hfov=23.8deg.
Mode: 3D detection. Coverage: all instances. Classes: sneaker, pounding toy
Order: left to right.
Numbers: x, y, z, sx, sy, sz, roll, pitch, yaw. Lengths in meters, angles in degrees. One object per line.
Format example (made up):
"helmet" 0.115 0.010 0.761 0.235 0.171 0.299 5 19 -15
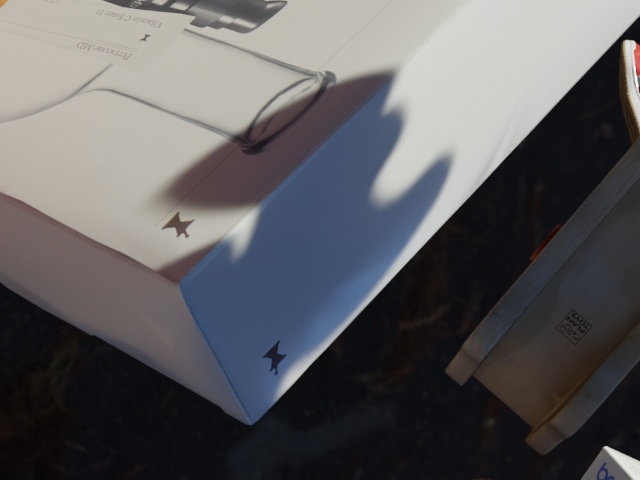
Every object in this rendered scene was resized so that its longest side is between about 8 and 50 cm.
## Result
"pounding toy" 0.173 0.066 0.863 0.269 0.155 0.154 -50 172 6
"sneaker" 0.250 -0.102 1.082 0.042 0.067 0.118 77 8 -46

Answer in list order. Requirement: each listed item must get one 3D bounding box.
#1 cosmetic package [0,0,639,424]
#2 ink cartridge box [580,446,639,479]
"cosmetic package" -0.018 -0.118 0.743 0.377 0.284 0.097 -46 138 -24
"ink cartridge box" 0.176 0.161 0.555 0.097 0.207 0.046 25 104 -31
